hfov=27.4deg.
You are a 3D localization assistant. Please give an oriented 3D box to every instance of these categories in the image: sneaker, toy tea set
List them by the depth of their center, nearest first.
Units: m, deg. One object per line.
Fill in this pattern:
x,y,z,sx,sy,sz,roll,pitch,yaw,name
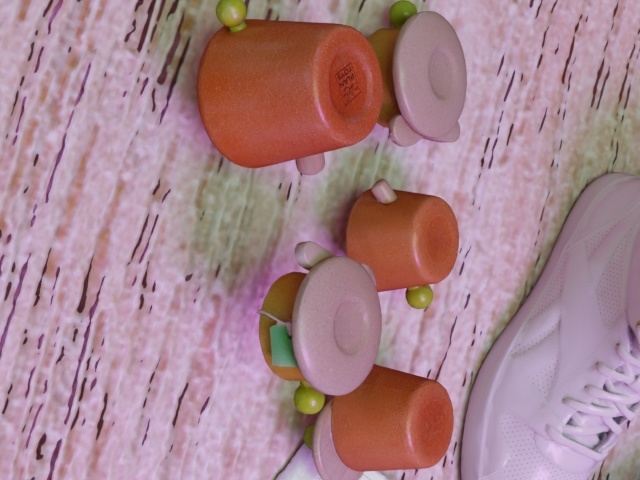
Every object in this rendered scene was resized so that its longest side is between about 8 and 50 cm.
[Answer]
0.000,0.000,0.874,0.200,0.124,0.335,3,88,-53,toy tea set
0.209,0.091,0.924,0.108,0.169,0.292,24,86,-25,sneaker

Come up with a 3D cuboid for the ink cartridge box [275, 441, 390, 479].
0.031,0.268,0.937,0.225,0.056,0.181,37,79,-3,ink cartridge box
